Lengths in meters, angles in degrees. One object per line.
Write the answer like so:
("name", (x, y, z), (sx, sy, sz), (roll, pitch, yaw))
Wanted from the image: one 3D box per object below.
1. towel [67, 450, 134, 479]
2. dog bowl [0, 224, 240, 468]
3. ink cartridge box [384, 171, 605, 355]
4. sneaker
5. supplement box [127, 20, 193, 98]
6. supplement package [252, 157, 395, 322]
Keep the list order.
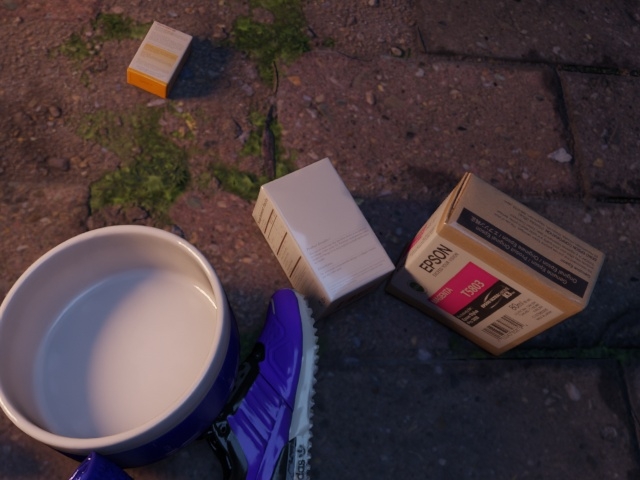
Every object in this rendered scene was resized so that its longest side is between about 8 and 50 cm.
("towel", (-0.186, 0.389, 0.728), (0.308, 0.076, 0.228), (41, 90, -10))
("dog bowl", (-0.228, 0.119, 0.839), (0.265, 0.104, 0.265), (-3, 59, 5))
("ink cartridge box", (0.211, 0.042, 0.944), (0.193, 0.235, 0.088), (30, 64, 1))
("sneaker", (-0.085, 0.192, 0.887), (0.146, 0.102, 0.293), (7, 67, -9))
("supplement box", (-0.234, -0.265, 1.074), (0.062, 0.036, 0.098), (23, 65, -3))
("supplement package", (0.000, 0.000, 0.983), (0.105, 0.105, 0.179), (-25, 76, -20))
